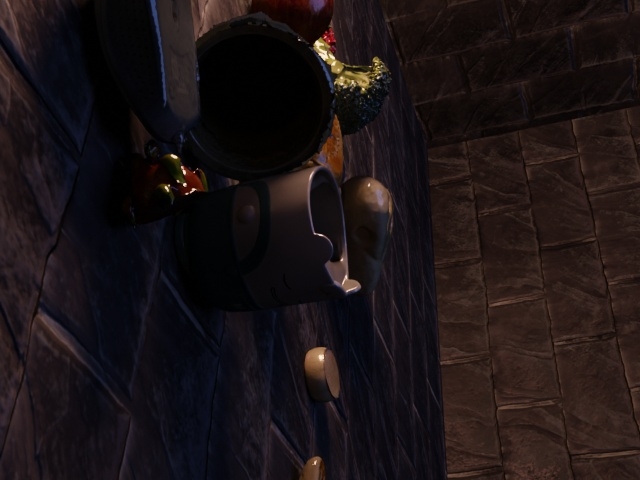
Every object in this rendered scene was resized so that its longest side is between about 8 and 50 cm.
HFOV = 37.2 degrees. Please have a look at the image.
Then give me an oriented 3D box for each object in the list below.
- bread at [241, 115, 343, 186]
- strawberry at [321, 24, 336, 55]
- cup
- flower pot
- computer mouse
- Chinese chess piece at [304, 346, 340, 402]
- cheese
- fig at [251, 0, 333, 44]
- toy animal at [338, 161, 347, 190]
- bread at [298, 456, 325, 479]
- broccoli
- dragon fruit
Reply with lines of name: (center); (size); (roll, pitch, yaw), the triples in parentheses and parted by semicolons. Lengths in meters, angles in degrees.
bread: (-0.050, -0.174, 1.945); (0.176, 0.195, 0.246); (55, 29, -49)
strawberry: (-0.016, -0.490, 2.506); (0.174, 0.097, 0.228); (-108, -173, -45)
cup: (-0.073, 0.018, 1.597); (0.290, 0.257, 0.219); (54, 30, -59)
flower pot: (-0.112, -0.268, 1.687); (0.259, 0.290, 0.290); (-90, 165, -70)
computer mouse: (-0.258, -0.307, 1.398); (0.188, 0.121, 0.371); (-12, 94, -77)
Chinese chess piece: (0.004, 0.297, 2.104); (0.122, 0.051, 0.122); (-13, 90, -76)
cheese: (0.125, -0.079, 2.479); (0.328, 0.129, 0.351); (-73, 168, -49)
fig: (-0.067, -0.514, 2.166); (0.205, 0.205, 0.205); (-11, 90, -75)
toy animal: (0.016, -0.167, 2.397); (0.324, 0.090, 0.195); (-30, 124, -72)
bread: (-0.024, 0.520, 1.836); (0.073, 0.053, 0.214); (60, 27, -42)
broccoli: (0.026, -0.414, 2.302); (0.221, 0.252, 0.362); (118, -32, -55)
dragon fruit: (-0.237, -0.074, 1.362); (0.175, 0.138, 0.142); (55, -40, 30)
